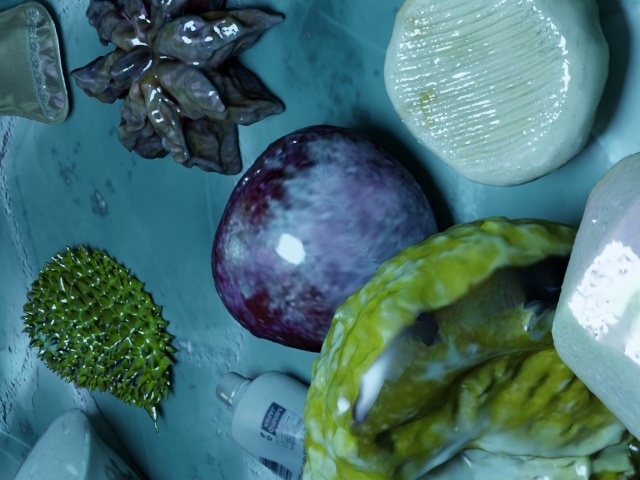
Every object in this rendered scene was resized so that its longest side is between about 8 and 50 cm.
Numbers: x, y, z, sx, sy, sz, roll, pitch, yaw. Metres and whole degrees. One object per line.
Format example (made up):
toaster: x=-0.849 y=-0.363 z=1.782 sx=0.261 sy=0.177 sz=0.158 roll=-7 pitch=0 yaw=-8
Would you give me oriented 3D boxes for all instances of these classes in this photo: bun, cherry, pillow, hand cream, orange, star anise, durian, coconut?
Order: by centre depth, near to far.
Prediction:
coconut: x=0.276 y=0.039 z=1.300 sx=0.245 sy=0.233 sz=0.233 roll=48 pitch=135 yaw=19
bun: x=0.140 y=-0.136 z=1.490 sx=0.183 sy=0.102 sz=0.183 roll=12 pitch=116 yaw=26
orange: x=0.103 y=0.139 z=1.512 sx=0.210 sy=0.270 sz=0.369 roll=41 pitch=135 yaw=49
cherry: x=0.010 y=0.004 z=1.638 sx=0.195 sy=0.195 sz=0.195 roll=20 pitch=119 yaw=43
hand cream: x=0.037 y=0.211 z=1.779 sx=0.340 sy=0.077 sz=0.124 roll=31 pitch=125 yaw=28
star anise: x=-0.143 y=-0.164 z=1.803 sx=0.223 sy=0.109 sz=0.236 roll=53 pitch=135 yaw=15
durian: x=-0.237 y=0.092 z=2.013 sx=0.220 sy=0.095 sz=0.137 roll=36 pitch=129 yaw=27
pillow: x=-0.333 y=-0.185 z=2.061 sx=0.217 sy=0.033 sz=0.130 roll=5 pitch=109 yaw=47

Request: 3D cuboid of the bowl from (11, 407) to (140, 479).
bowl: x=-0.252 y=0.406 z=2.016 sx=0.196 sy=0.435 sz=0.435 roll=25 pitch=137 yaw=-14
